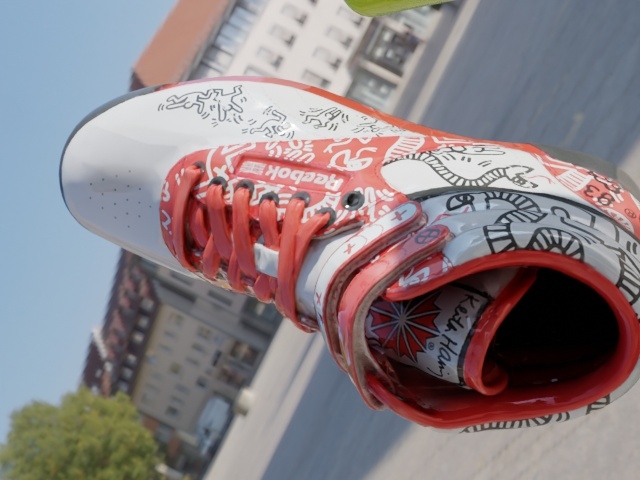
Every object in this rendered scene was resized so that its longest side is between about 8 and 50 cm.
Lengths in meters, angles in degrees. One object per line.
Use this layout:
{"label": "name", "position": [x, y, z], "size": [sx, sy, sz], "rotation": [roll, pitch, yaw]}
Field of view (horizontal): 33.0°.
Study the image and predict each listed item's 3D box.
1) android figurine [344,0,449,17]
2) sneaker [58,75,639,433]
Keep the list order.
{"label": "android figurine", "position": [0.113, -0.211, 0.653], "size": [0.248, 0.056, 0.272], "rotation": [-38, 24, -26]}
{"label": "sneaker", "position": [0.001, -0.001, 0.432], "size": [0.145, 0.270, 0.090], "rotation": [-61, -21, -66]}
